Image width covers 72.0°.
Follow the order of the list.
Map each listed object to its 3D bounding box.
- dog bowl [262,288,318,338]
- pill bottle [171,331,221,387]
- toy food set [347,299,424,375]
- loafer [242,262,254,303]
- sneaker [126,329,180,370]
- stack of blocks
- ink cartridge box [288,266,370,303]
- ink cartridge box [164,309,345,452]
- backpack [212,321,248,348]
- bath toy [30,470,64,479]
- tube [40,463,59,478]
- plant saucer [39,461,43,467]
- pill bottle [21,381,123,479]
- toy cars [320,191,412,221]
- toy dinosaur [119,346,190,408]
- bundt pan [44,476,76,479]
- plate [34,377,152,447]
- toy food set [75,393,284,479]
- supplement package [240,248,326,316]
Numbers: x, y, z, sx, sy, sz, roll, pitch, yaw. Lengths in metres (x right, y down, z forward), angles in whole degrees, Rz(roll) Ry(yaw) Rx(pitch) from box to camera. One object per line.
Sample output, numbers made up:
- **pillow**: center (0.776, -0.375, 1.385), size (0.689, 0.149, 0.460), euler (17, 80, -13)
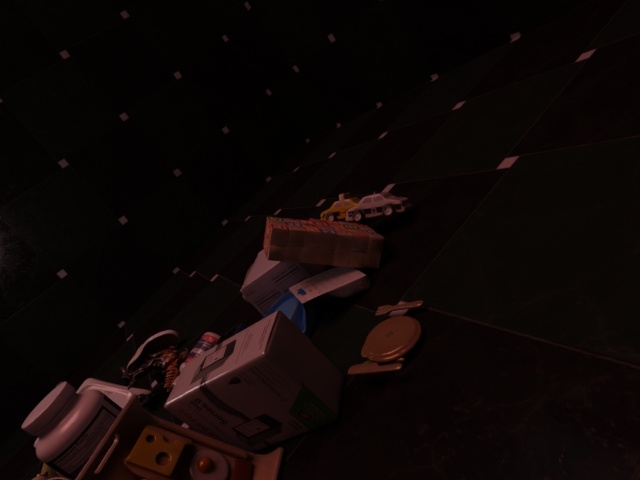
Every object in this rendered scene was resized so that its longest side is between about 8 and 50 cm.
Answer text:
- **dog bowl**: center (-0.099, 0.250, 1.143), size (0.166, 0.074, 0.297), euler (-27, 24, 36)
- **pill bottle**: center (-0.352, 0.375, 1.310), size (0.108, 0.108, 0.180), euler (-21, 28, 46)
- **toy food set**: center (0.140, 0.198, 0.863), size (0.132, 0.038, 0.192), euler (-17, 24, 37)
- **loafer**: center (-0.215, 0.138, 1.585), size (0.111, 0.112, 0.319), euler (-39, 10, 23)
- **sneaker**: center (-0.686, 0.435, 1.828), size (0.290, 0.106, 0.123), euler (-36, 22, 18)
- **stack of blocks**: center (0.000, 0.000, 1.191), size (0.171, 0.297, 0.087), euler (-130, 47, -70)
- **ink cartridge box**: center (0.021, 0.123, 1.149), size (0.179, 0.045, 0.145), euler (-25, 16, -13)
- **ink cartridge box**: center (-0.130, 0.300, 0.883), size (0.289, 0.211, 0.121), euler (-33, 22, 26)
- **backpack**: center (-0.247, 0.312, 1.252), size (0.120, 0.101, 0.098), euler (-33, 18, 35)
- **bath toy**: center (-0.731, 0.678, 1.291), size (0.348, 0.151, 0.129), euler (-45, 41, -19)
- **tube**: center (-0.835, 0.716, 1.373), size (0.240, 0.062, 0.070), euler (-66, 26, 18)
- **plant saucer**: center (-0.910, 0.700, 1.644), size (0.318, 0.043, 0.317), euler (-56, 5, 7)
- **pill bottle**: center (-0.541, 0.494, 1.072), size (0.181, 0.323, 0.181), euler (-36, 19, 14)
- **toy cars**: center (0.126, -0.113, 1.383), size (0.176, 0.087, 0.393), euler (-15, 7, -21)
- **toy dinosaur**: center (-0.538, 0.438, 1.491), size (0.218, 0.164, 0.322), euler (-31, -7, -20)
- **bundt pan**: center (-0.573, 0.665, 0.882), size (0.330, 0.124, 0.331), euler (-4, 31, 2)
- **plate**: center (-0.760, 0.587, 1.484), size (0.277, 0.045, 0.278), euler (6, 35, 13)
- **toy food set**: center (-0.230, 0.402, 0.750), size (0.220, 0.306, 0.092), euler (-74, 8, -60)
- **supplement package**: center (-0.102, 0.091, 1.375), size (0.204, 0.145, 0.262), euler (-35, 17, 18)
